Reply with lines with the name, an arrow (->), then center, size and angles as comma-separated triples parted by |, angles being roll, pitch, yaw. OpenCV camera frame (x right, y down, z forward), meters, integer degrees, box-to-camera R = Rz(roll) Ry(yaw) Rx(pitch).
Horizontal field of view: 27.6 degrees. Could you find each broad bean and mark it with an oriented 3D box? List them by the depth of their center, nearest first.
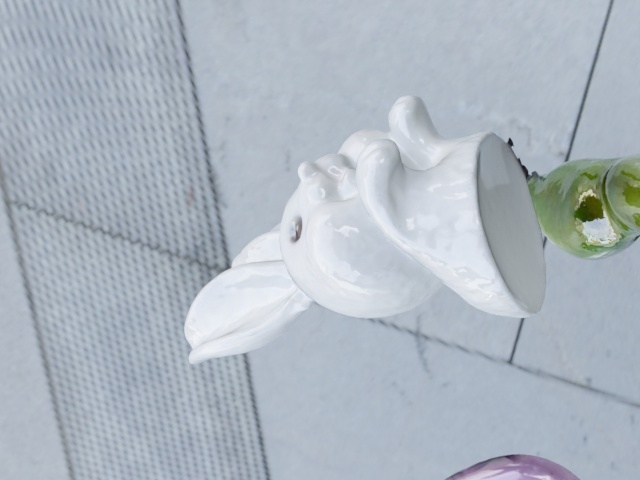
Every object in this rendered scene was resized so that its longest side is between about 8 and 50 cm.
broad bean -> 0.166, -0.019, 0.738 | 0.048, 0.213, 0.070 | -7, 103, -15

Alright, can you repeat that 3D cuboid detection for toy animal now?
toy animal -> 0.002, -0.002, 0.712 | 0.221, 0.103, 0.131 | -12, 132, 31

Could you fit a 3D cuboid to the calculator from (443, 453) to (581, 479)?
calculator -> 0.102, 0.251, 0.900 | 0.294, 0.043, 0.194 | -35, 104, 33
